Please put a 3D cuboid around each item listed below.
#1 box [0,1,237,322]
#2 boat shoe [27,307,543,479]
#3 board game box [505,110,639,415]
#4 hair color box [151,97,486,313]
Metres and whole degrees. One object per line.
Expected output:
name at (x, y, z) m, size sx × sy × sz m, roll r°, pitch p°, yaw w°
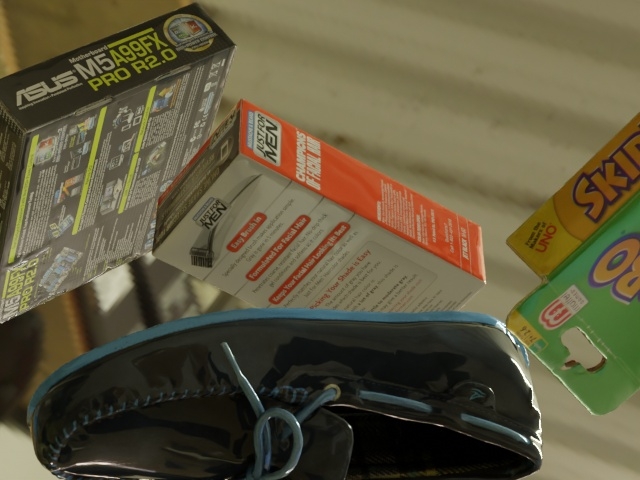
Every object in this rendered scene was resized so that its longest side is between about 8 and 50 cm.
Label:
box at (-0.197, -0.061, 1.448) m, size 0.060 × 0.216 × 0.270 m, roll 49°, pitch -36°, yaw 21°
boat shoe at (-0.005, 0.085, 0.803) m, size 0.109 × 0.258 × 0.089 m, roll 107°, pitch -30°, yaw -51°
board game box at (0.183, -0.040, 0.702) m, size 0.039 × 0.259 × 0.124 m, roll 45°, pitch 2°, yaw 38°
hair color box at (0.000, 0.000, 0.961) m, size 0.167 × 0.053 × 0.093 m, roll 27°, pitch -53°, yaw -23°
